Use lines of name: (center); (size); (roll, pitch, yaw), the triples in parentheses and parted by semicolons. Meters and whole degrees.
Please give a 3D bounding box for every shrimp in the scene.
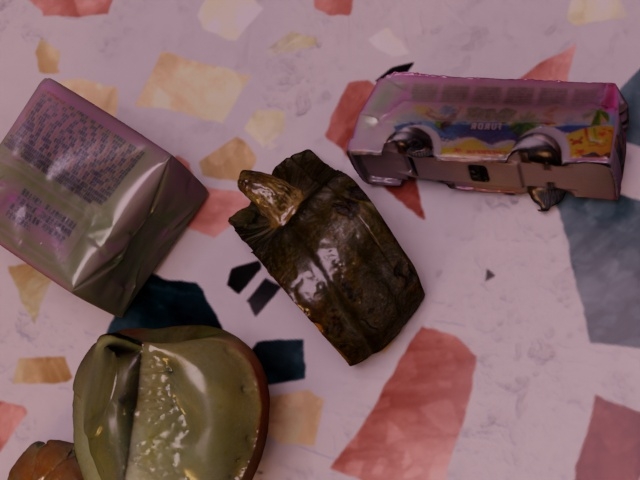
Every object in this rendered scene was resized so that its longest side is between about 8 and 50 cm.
shrimp: (-0.237, 0.319, 1.392); (0.267, 0.061, 0.145); (38, 96, 23)

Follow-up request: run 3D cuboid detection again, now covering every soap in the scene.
soap: (-0.258, -0.045, 1.479); (0.199, 0.138, 0.182); (31, 85, 25)

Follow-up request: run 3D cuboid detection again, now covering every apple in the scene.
apple: (-0.149, 0.182, 1.349); (0.207, 0.174, 0.188); (-1, 92, 16)

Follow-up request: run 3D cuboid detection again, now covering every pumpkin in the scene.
pumpkin: (-0.004, -0.004, 1.385); (0.131, 0.126, 0.248); (-43, 64, -1)

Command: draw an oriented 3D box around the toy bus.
toy bus: (0.171, -0.103, 1.381); (0.274, 0.090, 0.112); (6, 67, 21)
